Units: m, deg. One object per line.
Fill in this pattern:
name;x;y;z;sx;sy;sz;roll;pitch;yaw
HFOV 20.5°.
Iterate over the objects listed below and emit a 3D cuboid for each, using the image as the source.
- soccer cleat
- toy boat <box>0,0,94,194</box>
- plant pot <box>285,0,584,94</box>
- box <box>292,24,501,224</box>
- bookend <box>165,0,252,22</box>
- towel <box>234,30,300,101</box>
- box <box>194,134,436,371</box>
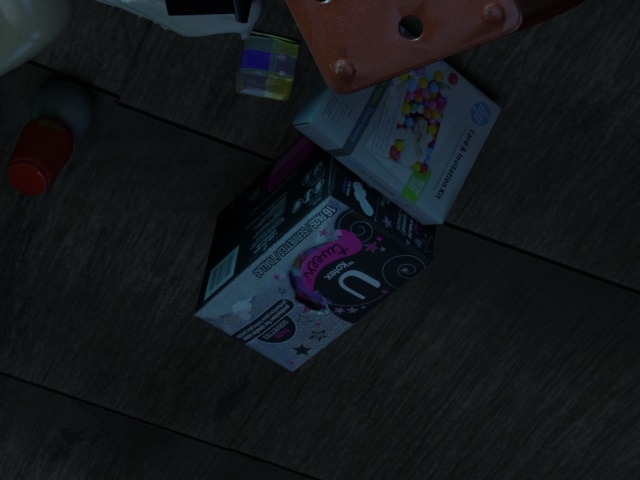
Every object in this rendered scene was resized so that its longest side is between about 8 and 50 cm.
soccer cleat;-0.156;-0.237;1.743;0.196;0.068;0.076;9;139;-5
toy boat;-0.336;-0.200;1.763;0.267;0.148;0.318;-12;126;26
plant pot;0.079;-0.268;1.501;0.267;0.236;0.267;-18;111;25
box;0.079;-0.124;1.768;0.186;0.145;0.038;37;161;-26
bookend;-0.137;-0.275;1.635;0.157;0.156;0.072;0;135;10
towel;-0.054;-0.179;1.824;0.060;0.009;0.083;12;136;-3
box;0.000;0.000;1.886;0.142;0.163;0.247;31;132;-21
